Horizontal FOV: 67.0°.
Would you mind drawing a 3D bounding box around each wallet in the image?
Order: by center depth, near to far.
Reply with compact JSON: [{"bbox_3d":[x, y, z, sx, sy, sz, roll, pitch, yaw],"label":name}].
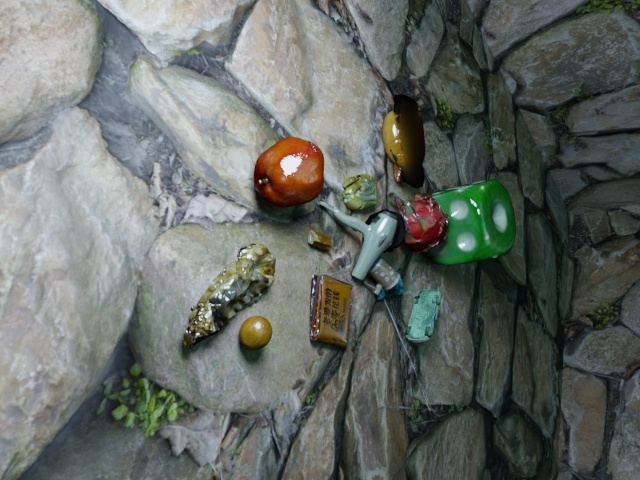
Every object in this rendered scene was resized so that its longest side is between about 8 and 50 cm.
[{"bbox_3d":[0.035,0.204,1.411,0.161,0.042,0.196,22,65,-45],"label":"wallet"}]

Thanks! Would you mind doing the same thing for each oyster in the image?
[{"bbox_3d":[-0.201,0.128,1.144,0.345,0.078,0.129,-50,127,-45],"label":"oyster"}]

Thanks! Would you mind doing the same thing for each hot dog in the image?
[{"bbox_3d":[0.288,-0.357,1.788,0.194,0.107,0.326,5,87,-39],"label":"hot dog"}]

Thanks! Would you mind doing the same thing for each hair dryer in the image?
[{"bbox_3d":[0.097,0.005,1.506,0.267,0.092,0.229,9,97,-12],"label":"hair dryer"}]

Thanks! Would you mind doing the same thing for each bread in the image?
[{"bbox_3d":[0.000,0.000,1.423,0.083,0.036,0.047,21,63,-47],"label":"bread"},{"bbox_3d":[0.133,-0.158,1.589,0.156,0.064,0.118,-18,94,-50],"label":"bread"}]

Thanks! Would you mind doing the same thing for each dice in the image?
[{"bbox_3d":[0.565,-0.066,1.889,0.287,0.300,0.297,-17,95,-46],"label":"dice"}]

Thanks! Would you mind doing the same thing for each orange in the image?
[{"bbox_3d":[-0.157,0.223,1.167,0.085,0.085,0.085,14,71,-47],"label":"orange"}]

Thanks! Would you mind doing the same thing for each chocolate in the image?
[{"bbox_3d":[0.228,-0.017,1.627,0.133,0.156,0.156,31,58,-59],"label":"chocolate"}]

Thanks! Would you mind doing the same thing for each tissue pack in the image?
[{"bbox_3d":[0.233,0.156,1.664,0.138,0.028,0.085,-4,80,-44],"label":"tissue pack"}]

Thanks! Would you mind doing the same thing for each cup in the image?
[{"bbox_3d":[0.191,0.114,1.594,0.099,0.102,0.074,44,13,-14],"label":"cup"}]

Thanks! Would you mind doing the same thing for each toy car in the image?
[{"bbox_3d":[0.379,0.279,1.755,0.076,0.090,0.224,53,47,-35],"label":"toy car"}]

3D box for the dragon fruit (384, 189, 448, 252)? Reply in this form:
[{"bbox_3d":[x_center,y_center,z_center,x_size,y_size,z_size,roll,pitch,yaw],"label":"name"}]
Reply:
[{"bbox_3d":[0.346,-0.069,1.721,0.274,0.192,0.193,44,30,-35],"label":"dragon fruit"}]

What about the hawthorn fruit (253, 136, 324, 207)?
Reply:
[{"bbox_3d":[-0.091,-0.174,1.254,0.202,0.185,0.185,-28,103,-43],"label":"hawthorn fruit"}]
